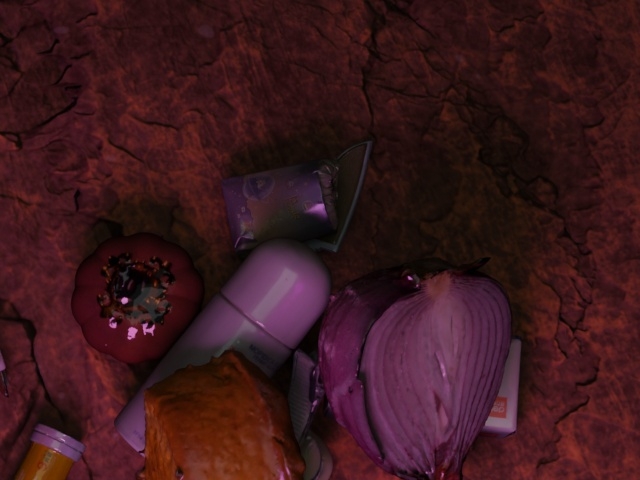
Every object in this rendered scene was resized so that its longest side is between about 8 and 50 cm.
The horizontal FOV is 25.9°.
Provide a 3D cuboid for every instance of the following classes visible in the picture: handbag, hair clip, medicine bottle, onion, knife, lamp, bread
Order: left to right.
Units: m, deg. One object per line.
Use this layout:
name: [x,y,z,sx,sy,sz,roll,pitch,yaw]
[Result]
medicine bottle: [-0.384,0.350,1.806,0.074,0.074,0.218,24,73,1]
lamp: [-0.245,0.075,1.869,0.182,0.140,0.182,2,77,-7]
bread: [-0.113,0.321,1.707,0.194,0.179,0.340,-6,109,-20]
medicine bottle: [-0.117,0.145,1.823,0.130,0.130,0.341,39,90,6]
handbag: [-0.047,-0.051,1.941,0.173,0.095,0.117,-14,73,6]
hair clip: [-0.040,0.248,1.850,0.071,0.159,0.218,12,100,-41]
knife: [0.001,0.000,1.976,0.061,0.027,0.343,17,69,16]
onion: [0.108,0.184,1.794,0.267,0.159,0.348,-10,109,-31]

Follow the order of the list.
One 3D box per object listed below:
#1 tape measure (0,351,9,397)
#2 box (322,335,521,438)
tape measure: [-0.565,0.129,1.824,0.258,0.130,0.265,-18,71,-14]
box: [0.141,0.188,1.911,0.269,0.079,0.135,8,73,-4]
